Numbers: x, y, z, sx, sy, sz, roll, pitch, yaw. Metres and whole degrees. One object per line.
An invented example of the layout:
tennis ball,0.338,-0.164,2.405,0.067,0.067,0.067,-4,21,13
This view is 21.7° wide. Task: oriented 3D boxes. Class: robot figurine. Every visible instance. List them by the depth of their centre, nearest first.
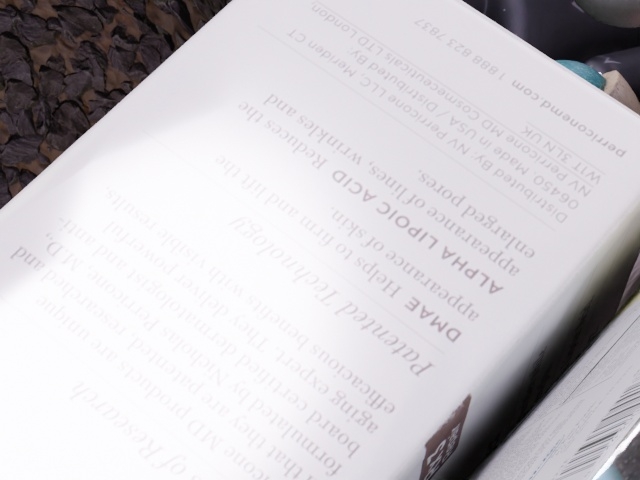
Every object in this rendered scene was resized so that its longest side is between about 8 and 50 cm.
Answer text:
robot figurine,0.139,-0.160,1.195,0.278,0.209,0.173,-11,-16,-39

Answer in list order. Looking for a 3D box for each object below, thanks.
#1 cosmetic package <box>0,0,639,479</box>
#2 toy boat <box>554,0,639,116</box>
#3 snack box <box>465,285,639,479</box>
cosmetic package,-0.066,0.105,0.546,0.385,0.156,0.217,-48,-19,-22
toy boat,0.114,-0.054,0.904,0.318,0.148,0.267,-40,5,48
snack box,0.159,-0.010,0.467,0.322,0.060,0.187,-45,-4,-19
